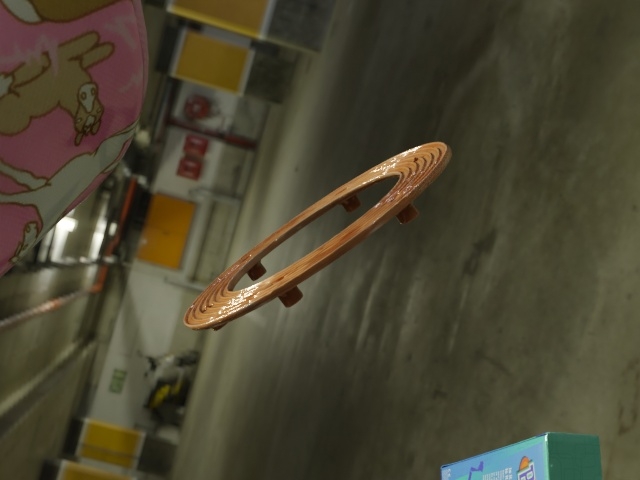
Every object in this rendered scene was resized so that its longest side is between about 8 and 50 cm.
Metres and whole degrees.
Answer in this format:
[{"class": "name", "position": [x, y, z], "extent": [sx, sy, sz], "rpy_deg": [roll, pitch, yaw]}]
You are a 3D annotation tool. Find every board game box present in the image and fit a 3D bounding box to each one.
[{"class": "board game box", "position": [0.156, 0.247, 0.854], "extent": [0.210, 0.047, 0.160], "rpy_deg": [131, 142, -66]}]

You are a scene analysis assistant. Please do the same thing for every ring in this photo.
[{"class": "ring", "position": [0.000, 0.000, 1.148], "extent": [0.336, 0.032, 0.336], "rpy_deg": [-34, 10, 7]}]

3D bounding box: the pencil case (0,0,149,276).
[{"class": "pencil case", "position": [-0.217, 0.019, 0.295], "extent": [0.160, 0.167, 0.386], "rpy_deg": [-10, 32, 47]}]
